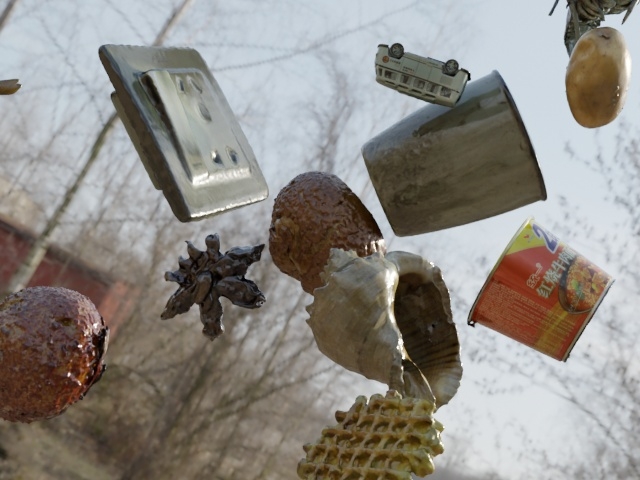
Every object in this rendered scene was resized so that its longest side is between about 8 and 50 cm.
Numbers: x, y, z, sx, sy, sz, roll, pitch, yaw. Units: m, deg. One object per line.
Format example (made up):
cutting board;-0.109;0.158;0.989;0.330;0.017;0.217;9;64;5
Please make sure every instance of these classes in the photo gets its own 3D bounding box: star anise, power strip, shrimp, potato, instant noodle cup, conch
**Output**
star anise;-0.215;0.096;2.012;0.214;0.219;0.099;13;1;5
power strip;-0.196;-0.145;1.378;0.256;0.092;0.251;65;18;2
shrimp;0.521;-0.444;1.853;0.410;0.222;0.166;103;-33;-82
potato;0.471;-0.272;1.699;0.109;0.118;0.178;-3;-54;7
instant noodle cup;0.366;0.090;1.637;0.174;0.213;0.213;32;-9;15
conch;0.115;0.148;1.729;0.324;0.263;0.186;67;-23;0

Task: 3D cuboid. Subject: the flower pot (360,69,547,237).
flower pot;0.272;-0.160;2.084;0.293;0.330;0.293;-22;90;-84

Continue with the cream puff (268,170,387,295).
cream puff;0.000;0.000;2.155;0.303;0.212;0.303;48;-24;29

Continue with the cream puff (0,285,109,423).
cream puff;-0.645;0.245;2.217;0.350;0.350;0.229;17;-13;47

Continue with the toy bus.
toy bus;0.194;-0.323;1.962;0.194;0.089;0.087;20;1;8

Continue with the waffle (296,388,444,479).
waffle;0.052;0.239;1.108;0.038;0.191;0.191;53;-21;-25

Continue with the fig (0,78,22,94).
fig;-0.626;-0.249;1.512;0.369;0.286;0.286;-12;18;-38
